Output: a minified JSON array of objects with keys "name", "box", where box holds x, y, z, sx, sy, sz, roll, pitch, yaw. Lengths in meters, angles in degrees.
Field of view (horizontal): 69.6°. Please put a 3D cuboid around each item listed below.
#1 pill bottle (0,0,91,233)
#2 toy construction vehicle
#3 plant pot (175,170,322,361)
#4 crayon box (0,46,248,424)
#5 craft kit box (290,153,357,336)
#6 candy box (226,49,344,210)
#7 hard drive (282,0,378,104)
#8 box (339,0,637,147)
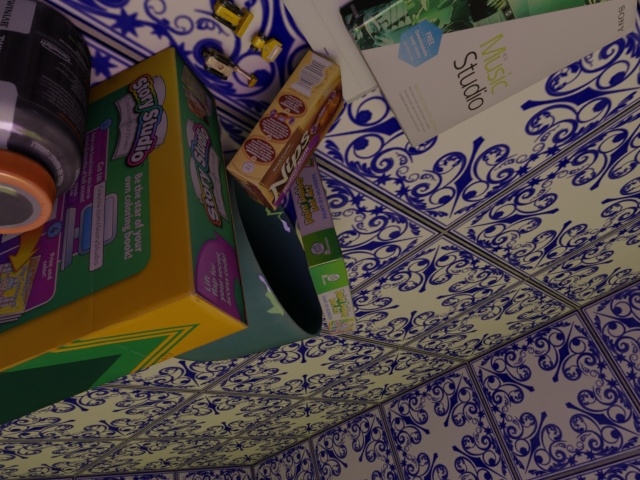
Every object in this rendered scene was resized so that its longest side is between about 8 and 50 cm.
[{"name":"pill bottle","box":[-0.309,-0.126,0.467,0.131,0.245,0.130,-11,145,-8]},{"name":"toy construction vehicle","box":[-0.104,-0.245,0.576,0.098,0.035,0.085,15,124,-41]},{"name":"plant pot","box":[-0.164,0.060,0.740,0.235,0.292,0.293,-25,145,9]},{"name":"crayon box","box":[-0.264,-0.020,0.533,0.314,0.362,0.106,-22,145,10]},{"name":"craft kit box","box":[0.000,0.000,0.772,0.061,0.246,0.249,-17,145,-1]},{"name":"candy box","box":[-0.040,-0.140,0.611,0.186,0.053,0.109,-58,169,-8]},{"name":"hard drive","box":[0.124,-0.315,0.555,0.308,0.040,0.203,-26,145,16]},{"name":"box","box":[0.216,-0.271,0.567,0.322,0.058,0.232,-28,145,16]}]
